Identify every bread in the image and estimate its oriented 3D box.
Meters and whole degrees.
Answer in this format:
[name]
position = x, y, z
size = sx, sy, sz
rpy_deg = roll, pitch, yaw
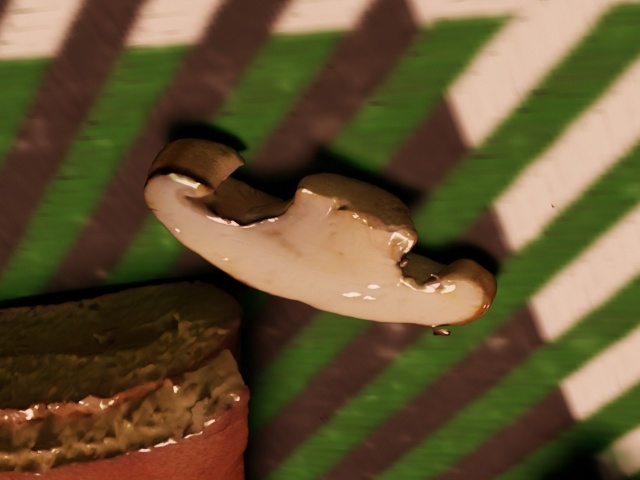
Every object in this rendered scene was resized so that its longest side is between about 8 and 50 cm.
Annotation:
[bread]
position = -0.078, 0.079, 0.508
size = 0.119, 0.067, 0.192
rpy_deg = 12, 144, 7

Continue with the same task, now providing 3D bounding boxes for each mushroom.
[mushroom]
position = 0.000, 0.000, 0.412
size = 0.101, 0.019, 0.049
rpy_deg = 24, 145, -13
